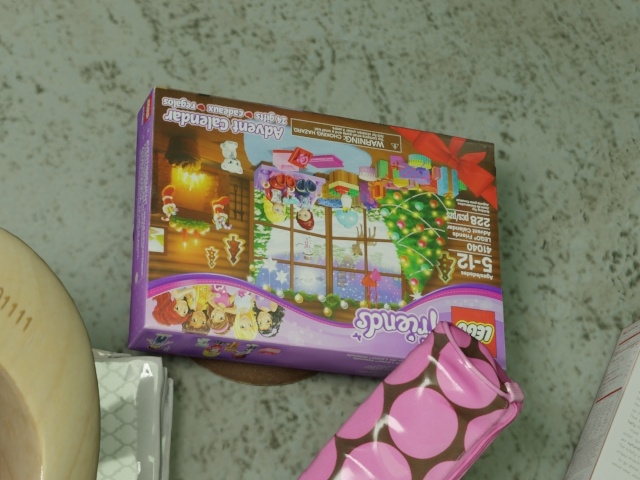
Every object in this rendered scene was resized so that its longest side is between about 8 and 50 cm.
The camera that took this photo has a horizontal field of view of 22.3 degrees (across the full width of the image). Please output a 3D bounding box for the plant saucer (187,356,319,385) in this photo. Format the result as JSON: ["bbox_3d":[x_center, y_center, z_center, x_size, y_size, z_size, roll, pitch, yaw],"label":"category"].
[{"bbox_3d":[-0.048,0.017,1.304,0.199,0.036,0.198,8,64,-17],"label":"plant saucer"}]

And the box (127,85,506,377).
[{"bbox_3d":[0.000,0.000,1.274,0.293,0.057,0.201,8,66,-19],"label":"box"}]

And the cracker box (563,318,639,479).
[{"bbox_3d":[0.291,0.193,1.340,0.156,0.067,0.232,32,61,-7],"label":"cracker box"}]

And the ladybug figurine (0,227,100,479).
[{"bbox_3d":[-0.312,0.181,0.970,0.305,0.162,0.449,48,55,-24],"label":"ladybug figurine"}]

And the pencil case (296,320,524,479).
[{"bbox_3d":[0.061,0.163,1.202,0.209,0.095,0.098,-52,53,4],"label":"pencil case"}]

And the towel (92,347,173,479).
[{"bbox_3d":[-0.258,0.218,1.126,0.317,0.053,0.332,7,65,-18],"label":"towel"}]
